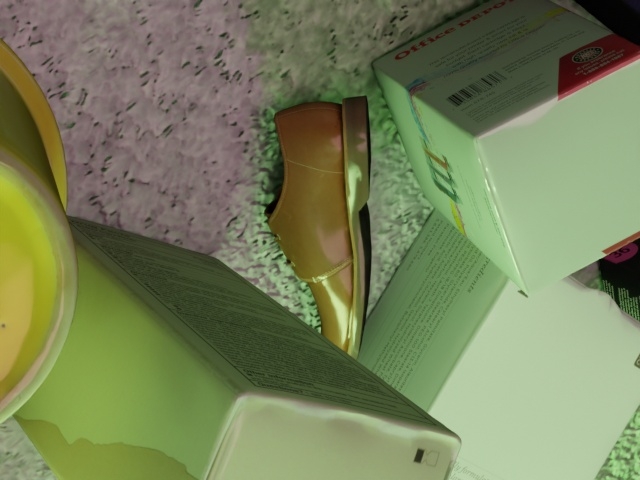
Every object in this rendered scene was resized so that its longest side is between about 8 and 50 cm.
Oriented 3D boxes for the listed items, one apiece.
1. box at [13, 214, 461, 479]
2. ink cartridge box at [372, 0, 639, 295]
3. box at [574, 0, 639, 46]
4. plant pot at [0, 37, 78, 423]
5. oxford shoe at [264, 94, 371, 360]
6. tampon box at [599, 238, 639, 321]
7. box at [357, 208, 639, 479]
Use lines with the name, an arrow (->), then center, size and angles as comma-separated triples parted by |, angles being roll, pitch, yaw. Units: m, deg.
box -> -0.074, 0.093, 0.787 | 0.148, 0.311, 0.121 | 16, 98, -32
ink cartridge box -> 0.138, -0.074, 0.920 | 0.128, 0.176, 0.127 | -28, 120, -6
box -> 0.310, -0.236, 0.934 | 0.261, 0.184, 0.103 | -47, 158, 3
plant pot -> -0.240, -0.008, 0.705 | 0.254, 0.239, 0.254 | -9, 110, -26
oxford shoe -> 0.000, 0.000, 0.954 | 0.076, 0.076, 0.212 | -2, 113, 3
tampon box -> 0.325, 0.055, 1.085 | 0.120, 0.161, 0.101 | -24, 116, -22
box -> 0.133, 0.100, 1.019 | 0.181, 0.119, 0.182 | 31, 90, -33
